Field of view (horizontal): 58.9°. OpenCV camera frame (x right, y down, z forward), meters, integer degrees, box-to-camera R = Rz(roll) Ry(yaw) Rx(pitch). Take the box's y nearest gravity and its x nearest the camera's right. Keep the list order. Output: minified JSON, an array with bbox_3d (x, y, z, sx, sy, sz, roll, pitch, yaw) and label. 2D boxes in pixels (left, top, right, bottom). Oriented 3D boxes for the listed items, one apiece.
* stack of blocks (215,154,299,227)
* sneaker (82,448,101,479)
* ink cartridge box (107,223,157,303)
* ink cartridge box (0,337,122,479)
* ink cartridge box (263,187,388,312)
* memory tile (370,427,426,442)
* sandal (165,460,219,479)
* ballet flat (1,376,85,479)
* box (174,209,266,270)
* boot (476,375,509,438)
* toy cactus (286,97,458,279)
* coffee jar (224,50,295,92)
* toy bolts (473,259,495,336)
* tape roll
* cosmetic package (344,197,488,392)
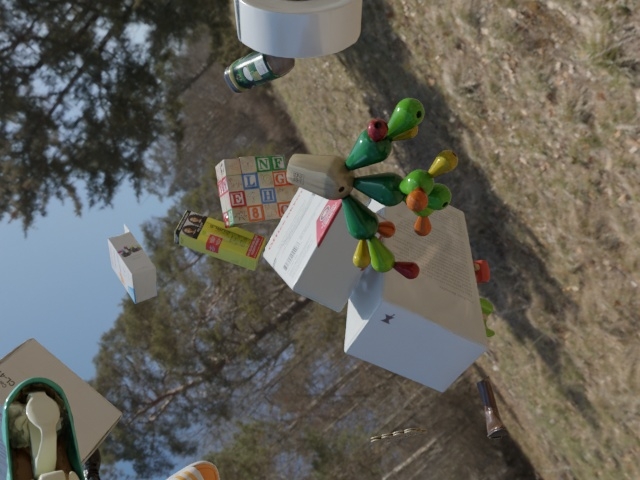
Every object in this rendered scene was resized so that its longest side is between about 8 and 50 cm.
[{"bbox_3d":[-0.120,-0.140,1.544,0.087,0.297,0.171,-16,83,65],"label":"stack of blocks"},{"bbox_3d":[-0.581,0.614,1.444,0.051,0.089,0.170,21,-119,-37],"label":"sneaker"},{"bbox_3d":[-0.471,0.054,1.397,0.061,0.104,0.181,-21,-130,-31],"label":"ink cartridge box"},{"bbox_3d":[-0.537,0.353,1.047,0.226,0.306,0.131,43,-145,-6],"label":"ink cartridge box"},{"bbox_3d":[0.000,0.000,1.149,0.114,0.197,0.273,29,-178,-22],"label":"ink cartridge box"},{"bbox_3d":[0.232,0.577,1.674,0.113,0.148,0.012,32,-137,-52],"label":"memory tile"},{"bbox_3d":[-0.287,0.514,1.065,0.265,0.076,0.102,-18,-93,-44],"label":"sandal"},{"bbox_3d":[-0.284,0.242,0.582,0.083,0.087,0.247,-9,-136,-31],"label":"ballet flat"},{"bbox_3d":[-0.271,0.000,1.536,0.232,0.058,0.087,21,-126,0],"label":"box"},{"bbox_3d":[0.317,0.306,1.054,0.106,0.037,0.114,76,-171,-65],"label":"boot"},{"bbox_3d":[0.049,-0.051,0.618,0.180,0.219,0.112,14,-130,14],"label":"toy cactus"},{"bbox_3d":[-0.155,-0.425,1.401,0.184,0.096,0.079,-2,125,48],"label":"coffee jar"},{"bbox_3d":[0.339,0.146,1.505,0.218,0.158,0.229,28,-127,-25],"label":"toy bolts"},{"bbox_3d":[-0.049,-0.515,1.263,0.286,0.286,0.100,54,155,39],"label":"tape roll"},{"bbox_3d":[0.197,0.071,1.226,0.230,0.161,0.453,25,-145,-10],"label":"cosmetic package"}]
